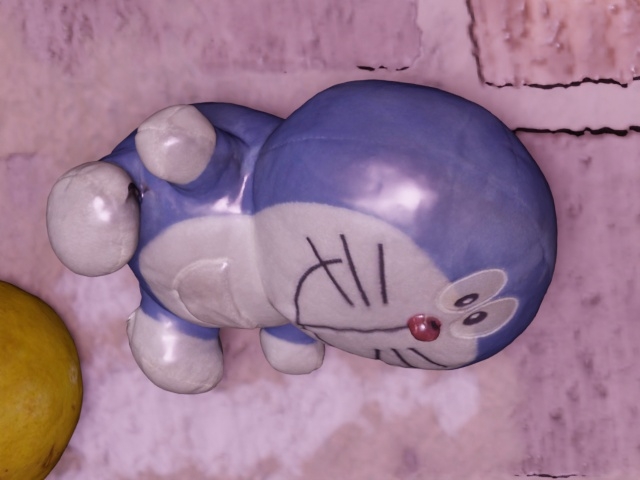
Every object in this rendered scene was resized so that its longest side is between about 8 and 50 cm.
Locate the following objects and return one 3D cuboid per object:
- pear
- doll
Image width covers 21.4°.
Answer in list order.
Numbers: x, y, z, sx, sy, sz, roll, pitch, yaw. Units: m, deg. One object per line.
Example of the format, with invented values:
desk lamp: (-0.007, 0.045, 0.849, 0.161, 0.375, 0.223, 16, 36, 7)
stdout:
pear: (-0.225, 0.103, 1.051, 0.149, 0.162, 0.149, 12, 125, 18)
doll: (0.000, 0.000, 0.925, 0.258, 0.154, 0.228, 8, 146, 27)
